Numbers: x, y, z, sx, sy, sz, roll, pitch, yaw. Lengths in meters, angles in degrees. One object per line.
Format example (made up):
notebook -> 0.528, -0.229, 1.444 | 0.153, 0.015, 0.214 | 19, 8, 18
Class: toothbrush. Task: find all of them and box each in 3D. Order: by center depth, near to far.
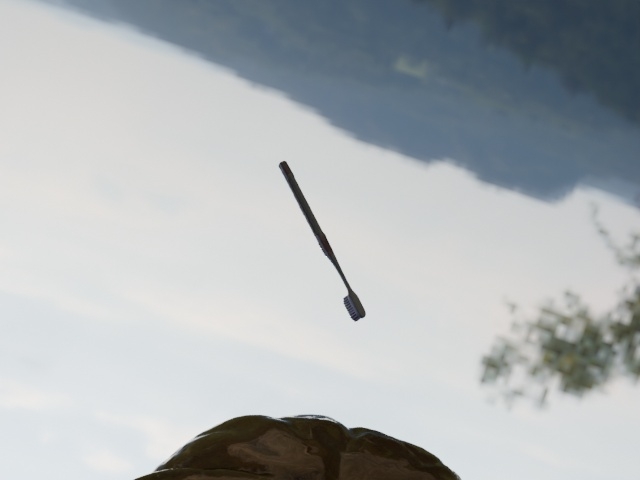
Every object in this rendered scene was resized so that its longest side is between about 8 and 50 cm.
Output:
toothbrush -> 0.000, 0.000, 1.002 | 0.006, 0.008, 0.097 | -12, -109, -48

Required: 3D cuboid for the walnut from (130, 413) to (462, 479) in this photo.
walnut -> -0.018, 0.234, 0.973 | 0.285, 0.285, 0.296 | 19, -152, 10
